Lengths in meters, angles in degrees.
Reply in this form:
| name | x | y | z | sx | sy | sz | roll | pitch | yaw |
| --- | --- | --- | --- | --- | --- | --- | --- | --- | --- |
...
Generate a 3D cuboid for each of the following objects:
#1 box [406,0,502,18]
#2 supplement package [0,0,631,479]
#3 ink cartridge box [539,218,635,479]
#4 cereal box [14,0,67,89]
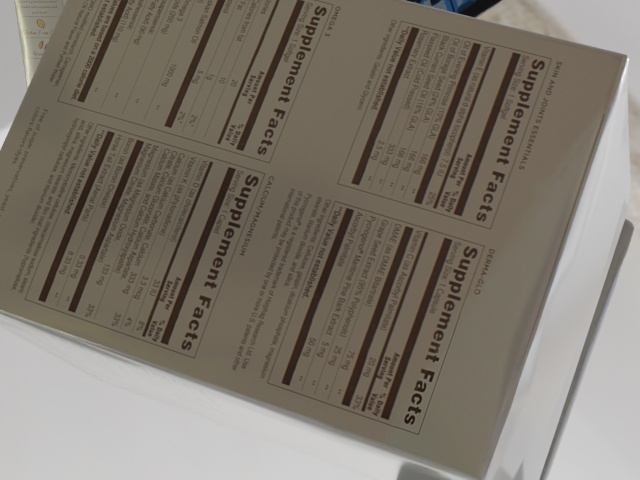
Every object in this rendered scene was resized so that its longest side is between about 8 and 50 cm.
| name | x | y | z | sx | sy | sz | roll | pitch | yaw |
| --- | --- | --- | --- | --- | --- | --- | --- | --- | --- |
| box | 0.086 | -0.199 | 1.058 | 0.295 | 0.293 | 0.073 | -32 | -80 | 19 |
| supplement package | 0.000 | 0.000 | 0.701 | 0.262 | 0.199 | 0.198 | 17 | -102 | 17 |
| ink cartridge box | 0.116 | 0.157 | 1.004 | 0.091 | 0.385 | 0.308 | 20 | -102 | 9 |
| cereal box | -0.199 | -0.163 | 1.160 | 0.047 | 0.240 | 0.173 | 3 | -151 | 8 |
